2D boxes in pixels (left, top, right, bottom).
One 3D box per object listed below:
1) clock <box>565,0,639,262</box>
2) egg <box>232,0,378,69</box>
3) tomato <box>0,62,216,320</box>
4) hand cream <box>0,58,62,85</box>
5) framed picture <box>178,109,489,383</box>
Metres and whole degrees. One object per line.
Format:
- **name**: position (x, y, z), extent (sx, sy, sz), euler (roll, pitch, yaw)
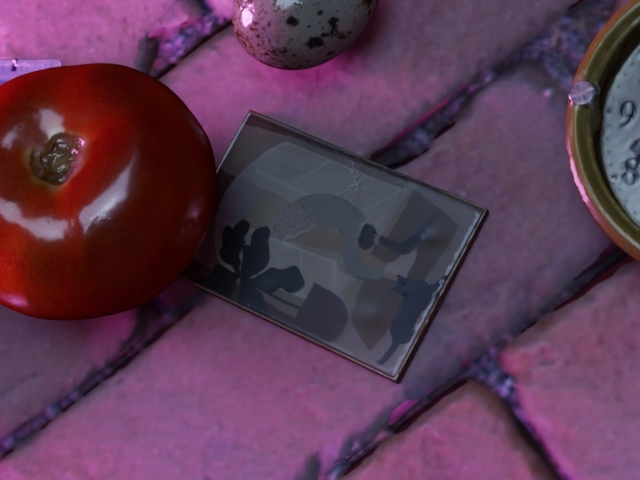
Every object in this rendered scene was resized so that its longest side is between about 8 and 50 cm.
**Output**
- **clock**: position (0.278, -0.070, 1.059), extent (0.237, 0.057, 0.237), euler (-5, 70, 14)
- **egg**: position (-0.010, -0.168, 1.172), extent (0.110, 0.085, 0.085), euler (-30, 64, -1)
- **tomato**: position (-0.167, -0.032, 1.137), extent (0.195, 0.136, 0.195), euler (-4, 65, 9)
- **hand cream**: position (-0.263, -0.015, 1.216), extent (0.091, 0.058, 0.271), euler (2, 67, 29)
- **framed picture**: position (0.000, 0.000, 1.147), extent (0.201, 0.010, 0.136), euler (24, 80, 24)
